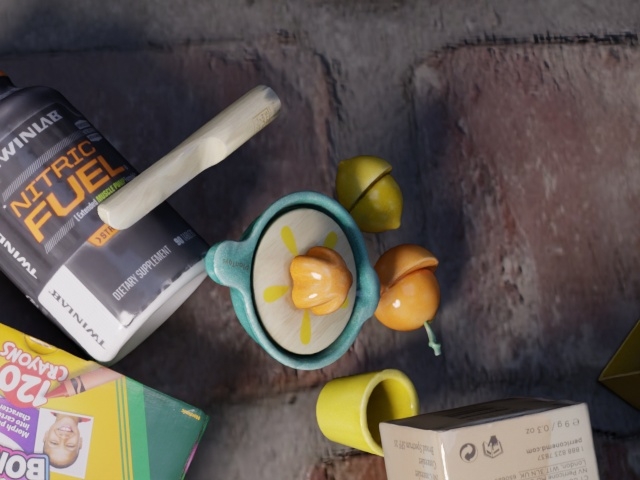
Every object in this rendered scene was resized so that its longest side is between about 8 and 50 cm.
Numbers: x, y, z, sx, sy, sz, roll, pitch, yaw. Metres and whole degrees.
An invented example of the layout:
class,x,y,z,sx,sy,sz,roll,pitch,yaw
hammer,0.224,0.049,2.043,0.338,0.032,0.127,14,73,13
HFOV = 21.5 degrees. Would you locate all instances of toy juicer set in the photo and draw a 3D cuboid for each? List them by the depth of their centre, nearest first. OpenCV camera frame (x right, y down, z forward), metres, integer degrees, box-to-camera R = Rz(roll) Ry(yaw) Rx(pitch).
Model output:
class,x,y,z,sx,sy,sz,roll,pitch,yaw
toy juicer set,0.000,0.000,1.287,0.329,0.089,0.209,47,58,-33

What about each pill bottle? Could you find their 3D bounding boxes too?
class,x,y,z,sx,sy,sz,roll,pitch,yaw
pill bottle,-0.208,-0.029,1.302,0.246,0.130,0.130,45,68,4

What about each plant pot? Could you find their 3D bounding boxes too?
class,x,y,z,sx,sy,sz,roll,pitch,yaw
plant pot,0.301,0.110,1.410,0.083,0.081,0.081,43,68,-9

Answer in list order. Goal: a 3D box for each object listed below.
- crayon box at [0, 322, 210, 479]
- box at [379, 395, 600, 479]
class,x,y,z,sx,sy,sz,roll,pitch,yaw
crayon box,-0.244,0.155,1.259,0.278,0.081,0.165,24,68,-5
box,0.142,0.279,1.244,0.121,0.148,0.311,-9,88,-16
